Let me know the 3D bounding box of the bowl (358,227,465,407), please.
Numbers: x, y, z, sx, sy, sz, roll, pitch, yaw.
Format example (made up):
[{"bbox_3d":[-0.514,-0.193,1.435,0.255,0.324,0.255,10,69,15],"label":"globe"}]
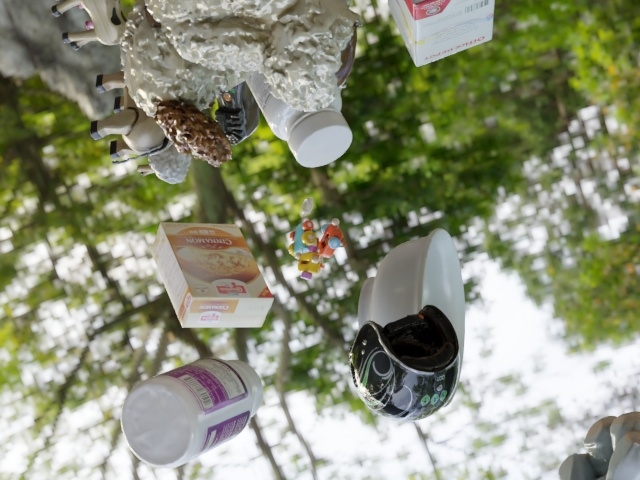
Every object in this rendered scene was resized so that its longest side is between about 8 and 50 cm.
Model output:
[{"bbox_3d":[0.146,0.130,2.243,0.134,0.298,0.298,-1,-158,20],"label":"bowl"}]

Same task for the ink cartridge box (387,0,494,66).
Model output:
[{"bbox_3d":[0.173,-0.363,1.952,0.128,0.127,0.176,-20,157,-4],"label":"ink cartridge box"}]

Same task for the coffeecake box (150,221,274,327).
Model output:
[{"bbox_3d":[-0.177,0.055,2.173,0.142,0.068,0.185,2,-140,-30],"label":"coffeecake box"}]

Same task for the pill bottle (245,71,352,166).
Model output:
[{"bbox_3d":[-0.038,-0.241,2.251,0.131,0.131,0.229,-22,-120,-9],"label":"pill bottle"}]

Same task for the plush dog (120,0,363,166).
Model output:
[{"bbox_3d":[-0.104,-0.200,1.199,0.225,0.210,0.262,-50,-147,36],"label":"plush dog"}]

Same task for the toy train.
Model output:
[{"bbox_3d":[0.000,0.000,2.266,0.046,0.125,0.166,18,-162,-25],"label":"toy train"}]

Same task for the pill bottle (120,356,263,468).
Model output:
[{"bbox_3d":[-0.231,0.314,2.533,0.169,0.169,0.301,-12,-179,26],"label":"pill bottle"}]

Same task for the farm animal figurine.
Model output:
[{"bbox_3d":[-0.300,-0.286,2.279,0.172,0.327,0.330,-11,165,18],"label":"farm animal figurine"}]

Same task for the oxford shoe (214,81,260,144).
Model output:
[{"bbox_3d":[-0.158,-0.307,2.597,0.082,0.227,0.096,19,-147,30],"label":"oxford shoe"}]

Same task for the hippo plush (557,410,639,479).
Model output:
[{"bbox_3d":[0.515,0.418,2.061,0.234,0.236,0.294,-54,-170,33],"label":"hippo plush"}]

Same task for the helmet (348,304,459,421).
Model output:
[{"bbox_3d":[0.122,0.185,1.976,0.169,0.169,0.161,-32,156,-36],"label":"helmet"}]
